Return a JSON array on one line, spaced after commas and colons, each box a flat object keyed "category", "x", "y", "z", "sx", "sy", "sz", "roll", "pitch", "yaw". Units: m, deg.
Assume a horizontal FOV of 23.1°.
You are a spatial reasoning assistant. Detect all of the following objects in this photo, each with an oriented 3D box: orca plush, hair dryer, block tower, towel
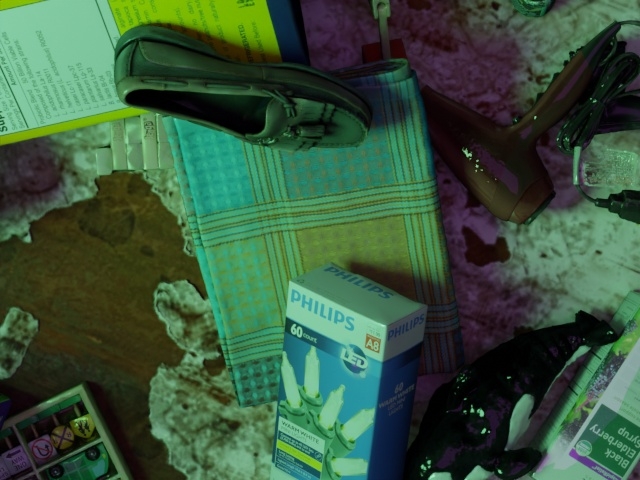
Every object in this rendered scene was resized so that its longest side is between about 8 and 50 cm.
[{"category": "orca plush", "x": 0.192, "y": 0.168, "z": 1.693, "sx": 0.287, "sy": 0.102, "sz": 0.151, "roll": -32, "pitch": 50, "yaw": 6}, {"category": "hair dryer", "x": 0.239, "y": -0.128, "z": 1.716, "sx": 0.294, "sy": 0.080, "sz": 0.223, "roll": 3, "pitch": 91, "yaw": 6}, {"category": "block tower", "x": -0.075, "y": -0.125, "z": 1.711, "sx": 0.336, "sy": 0.091, "sz": 0.097, "roll": -4, "pitch": 94, "yaw": -1}, {"category": "towel", "x": 0.000, "y": 0.000, "z": 1.684, "sx": 0.271, "sy": 0.040, "sz": 0.370, "roll": -10, "pitch": 114, "yaw": 4}]

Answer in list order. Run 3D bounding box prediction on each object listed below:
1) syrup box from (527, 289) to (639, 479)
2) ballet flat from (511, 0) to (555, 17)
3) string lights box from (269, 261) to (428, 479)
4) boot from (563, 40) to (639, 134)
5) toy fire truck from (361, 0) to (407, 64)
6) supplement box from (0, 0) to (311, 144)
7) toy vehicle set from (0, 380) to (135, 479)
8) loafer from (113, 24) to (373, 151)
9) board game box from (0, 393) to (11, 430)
[{"category": "syrup box", "x": 0.327, "y": 0.180, "z": 1.735, "sx": 0.093, "sy": 0.096, "sz": 0.237, "roll": 32, "pitch": 93, "yaw": -3}, {"category": "ballet flat", "x": 0.218, "y": -0.337, "z": 1.710, "sx": 0.070, "sy": 0.070, "sz": 0.188, "roll": -22, "pitch": 94, "yaw": 1}, {"category": "string lights box", "x": 0.027, "y": 0.169, "z": 1.670, "sx": 0.133, "sy": 0.077, "sz": 0.259, "roll": 24, "pitch": 121, "yaw": 33}, {"category": "boot", "x": 0.332, "y": -0.171, "z": 1.733, "sx": 0.121, "sy": 0.045, "sz": 0.099, "roll": -8, "pitch": 98, "yaw": 6}, {"category": "toy fire truck", "x": 0.058, "y": -0.272, "z": 1.677, "sx": 0.047, "sy": 0.192, "sz": 0.135, "roll": -10, "pitch": 66, "yaw": -1}, {"category": "supplement box", "x": -0.208, "y": -0.260, "z": 1.605, "sx": 0.357, "sy": 0.195, "sz": 0.194, "roll": -12, "pitch": 138, "yaw": 3}, {"category": "toy vehicle set", "x": -0.349, "y": 0.290, "z": 1.767, "sx": 0.267, "sy": 0.035, "sz": 0.166, "roll": -26, "pitch": 94, "yaw": 1}, {"category": "loafer", "x": -0.077, "y": -0.129, "z": 1.541, "sx": 0.268, "sy": 0.084, "sz": 0.096, "roll": 15, "pitch": 134, "yaw": -14}, {"category": "board game box", "x": -0.588, "y": 0.270, "z": 1.578, "sx": 0.357, "sy": 0.356, "sz": 0.356, "roll": 23, "pitch": 94, "yaw": 7}]
